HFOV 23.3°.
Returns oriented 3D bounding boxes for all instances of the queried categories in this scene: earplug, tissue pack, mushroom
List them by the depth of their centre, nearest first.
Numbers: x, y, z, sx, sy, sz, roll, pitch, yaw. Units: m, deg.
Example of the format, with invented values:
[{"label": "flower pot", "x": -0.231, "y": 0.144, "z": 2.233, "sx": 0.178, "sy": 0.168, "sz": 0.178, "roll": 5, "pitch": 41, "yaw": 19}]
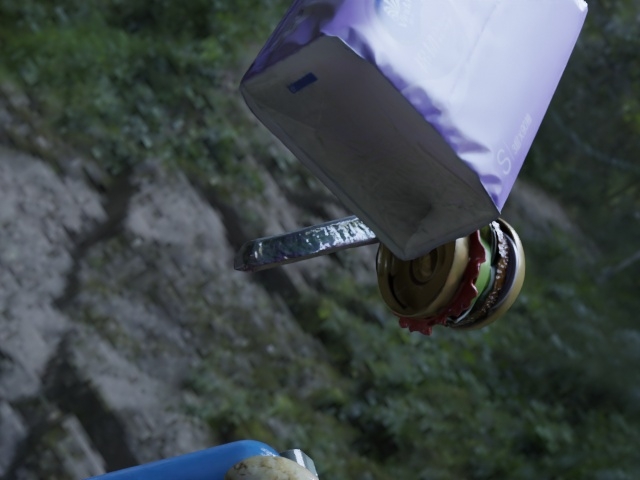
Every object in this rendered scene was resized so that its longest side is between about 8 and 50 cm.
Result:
[{"label": "tissue pack", "x": 0.105, "y": -0.188, "z": 1.479, "sx": 0.242, "sy": 0.160, "sz": 0.338, "roll": 45, "pitch": 47, "yaw": -19}, {"label": "mushroom", "x": -0.048, "y": 0.296, "z": 1.668, "sx": 0.148, "sy": 0.112, "sz": 0.148, "roll": 24, "pitch": -36, "yaw": 19}, {"label": "earplug", "x": -0.170, "y": 0.321, "z": 1.902, "sx": 0.132, "sy": 0.273, "sz": 0.132, "roll": -18, "pitch": 90, "yaw": -89}]

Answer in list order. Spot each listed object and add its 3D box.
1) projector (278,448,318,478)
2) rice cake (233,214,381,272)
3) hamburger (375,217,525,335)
[{"label": "projector", "x": -0.044, "y": 0.343, "z": 2.114, "sx": 0.083, "sy": 0.083, "sz": 0.082, "roll": 52, "pitch": 16, "yaw": -57}, {"label": "rice cake", "x": 0.000, "y": 0.000, "z": 1.605, "sx": 0.047, "sy": 0.206, "sz": 0.036, "roll": -39, "pitch": -110, "yaw": 51}, {"label": "hamburger", "x": 0.158, "y": 0.028, "z": 1.797, "sx": 0.137, "sy": 0.175, "sz": 0.175, "roll": 15, "pitch": 31, "yaw": -37}]
